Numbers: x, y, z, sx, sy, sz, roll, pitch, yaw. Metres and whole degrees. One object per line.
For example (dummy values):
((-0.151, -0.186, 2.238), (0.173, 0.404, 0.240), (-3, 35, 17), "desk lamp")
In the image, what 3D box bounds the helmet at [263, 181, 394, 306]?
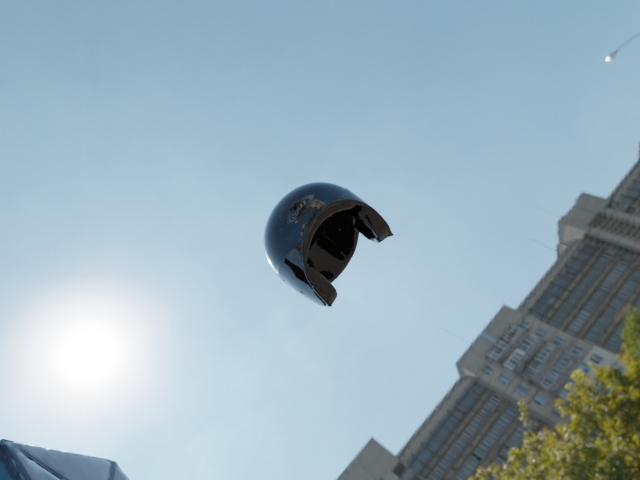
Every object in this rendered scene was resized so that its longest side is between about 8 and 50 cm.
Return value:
((0.000, 0.000, 0.929), (0.189, 0.193, 0.216), (-50, -21, -14), "helmet")

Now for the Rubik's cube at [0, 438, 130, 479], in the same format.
((-0.443, 0.536, 0.850), (0.307, 0.305, 0.310), (-51, -31, -11), "Rubik's cube")
